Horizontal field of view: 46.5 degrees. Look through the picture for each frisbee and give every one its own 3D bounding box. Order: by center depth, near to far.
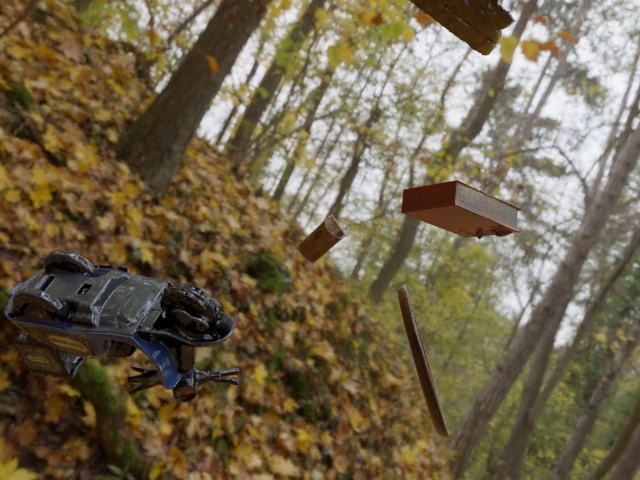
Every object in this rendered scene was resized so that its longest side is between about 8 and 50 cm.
[{"bbox_3d":[0.164,0.193,1.198,0.021,0.251,0.251,-16,-12,7],"label":"frisbee"}]

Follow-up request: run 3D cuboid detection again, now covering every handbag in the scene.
[{"bbox_3d":[0.253,-0.053,1.325,0.190,0.063,0.127,18,-16,-37],"label":"handbag"}]

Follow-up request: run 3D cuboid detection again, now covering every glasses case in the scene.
[{"bbox_3d":[0.000,0.000,1.872,0.065,0.041,0.170,55,-33,5],"label":"glasses case"}]

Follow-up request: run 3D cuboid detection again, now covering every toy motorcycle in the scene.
[{"bbox_3d":[-0.273,0.126,1.039,0.358,0.125,0.213,6,-47,21],"label":"toy motorcycle"}]

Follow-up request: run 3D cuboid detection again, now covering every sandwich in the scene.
[{"bbox_3d":[0.144,-0.340,0.960,0.186,0.065,0.215,22,30,-40],"label":"sandwich"}]
